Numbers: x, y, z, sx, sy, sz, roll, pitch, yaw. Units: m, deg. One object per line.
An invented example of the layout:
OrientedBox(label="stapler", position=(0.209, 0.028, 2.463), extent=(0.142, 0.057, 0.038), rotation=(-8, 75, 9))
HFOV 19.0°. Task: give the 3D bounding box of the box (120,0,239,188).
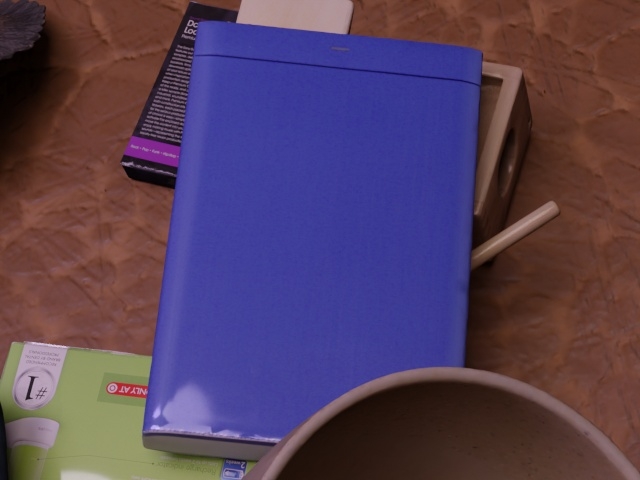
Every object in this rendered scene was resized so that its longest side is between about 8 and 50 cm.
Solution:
OrientedBox(label="box", position=(-0.079, -0.112, 1.547), extent=(0.116, 0.029, 0.162), rotation=(14, 68, 17))

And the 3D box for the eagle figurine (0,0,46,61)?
OrientedBox(label="eagle figurine", position=(-0.367, -0.112, 1.521), extent=(0.225, 0.226, 0.298), rotation=(-3, 66, 33))

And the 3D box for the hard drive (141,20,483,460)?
OrientedBox(label="hard drive", position=(0.000, 0.000, 1.333), extent=(0.210, 0.040, 0.318), rotation=(6, 64, -1))

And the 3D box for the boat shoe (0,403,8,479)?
OrientedBox(label="boat shoe", position=(-0.233, 0.204, 1.249), extent=(0.109, 0.089, 0.258), rotation=(4, 59, 2))

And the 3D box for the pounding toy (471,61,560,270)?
OrientedBox(label="pounding toy", position=(0.096, -0.025, 1.427), extent=(0.181, 0.094, 0.206), rotation=(11, 67, 17))

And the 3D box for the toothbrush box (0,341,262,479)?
OrientedBox(label="toothbrush box", position=(-0.139, 0.229, 1.329), extent=(0.206, 0.122, 0.283), rotation=(5, 63, 14))

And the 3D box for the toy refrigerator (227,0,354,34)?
OrientedBox(label="toy refrigerator", position=(-0.050, -0.052, 1.440), extent=(0.094, 0.102, 0.269), rotation=(13, 69, 1))

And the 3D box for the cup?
OrientedBox(label="cup", position=(0.032, 0.261, 1.146), extent=(0.331, 0.237, 0.331), rotation=(10, 69, -29))
